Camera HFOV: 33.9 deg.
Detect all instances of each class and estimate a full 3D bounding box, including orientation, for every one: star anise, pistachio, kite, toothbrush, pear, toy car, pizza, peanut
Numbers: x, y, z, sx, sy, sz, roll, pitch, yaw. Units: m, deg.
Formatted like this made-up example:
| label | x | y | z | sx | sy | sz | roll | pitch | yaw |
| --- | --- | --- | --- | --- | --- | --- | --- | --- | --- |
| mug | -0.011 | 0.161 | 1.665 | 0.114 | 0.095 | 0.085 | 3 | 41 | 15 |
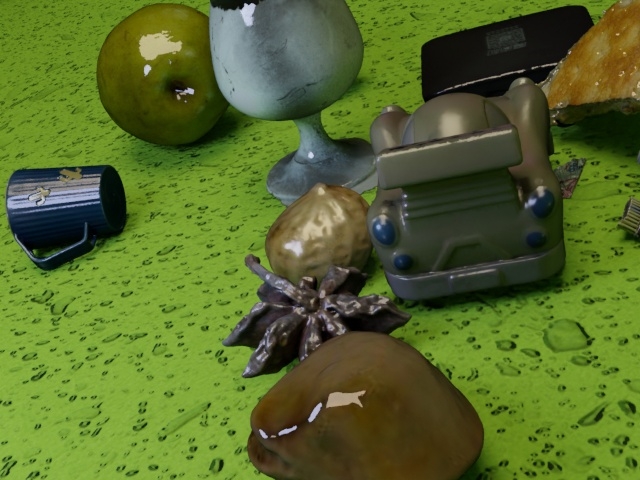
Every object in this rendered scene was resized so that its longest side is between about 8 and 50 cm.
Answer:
| label | x | y | z | sx | sy | sz | roll | pitch | yaw |
| --- | --- | --- | --- | --- | --- | --- | --- | --- | --- |
| star anise | -0.019 | 0.085 | 1.214 | 0.231 | 0.089 | 0.209 | 22 | 46 | 20 |
| pistachio | 0.052 | 0.168 | 1.011 | 0.212 | 0.163 | 0.260 | 12 | 23 | 10 |
| kite | 0.305 | -0.090 | 1.444 | 0.139 | 0.011 | 0.157 | -19 | 30 | -6 |
| toothbrush | 0.434 | -0.134 | 1.372 | 0.037 | 0.028 | 0.375 | 23 | 49 | 5 |
| pear | -0.275 | -0.300 | 1.864 | 0.252 | 0.253 | 0.307 | -23 | 32 | -9 |
| toy car | 0.172 | -0.100 | 1.307 | 0.242 | 0.226 | 0.336 | -11 | 33 | 13 |
| pizza | 0.399 | -0.241 | 1.495 | 0.287 | 0.075 | 0.280 | -27 | 35 | 52 |
| peanut | 0.000 | 0.000 | 1.362 | 0.159 | 0.109 | 0.140 | -51 | 29 | -20 |

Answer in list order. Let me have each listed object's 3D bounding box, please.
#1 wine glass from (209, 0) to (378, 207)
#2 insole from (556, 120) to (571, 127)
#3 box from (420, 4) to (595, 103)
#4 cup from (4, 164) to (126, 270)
| label | x | y | z | sx | sy | sz | roll | pitch | yaw |
| --- | --- | --- | --- | --- | --- | --- | --- | --- | --- |
| wine glass | -0.033 | -0.237 | 1.561 | 0.237 | 0.323 | 0.238 | -15 | 32 | 9 |
| insole | 0.368 | -0.203 | 1.603 | 0.045 | 0.002 | 0.135 | -13 | 30 | 9 |
| box | 0.310 | -0.297 | 1.721 | 0.289 | 0.073 | 0.289 | -12 | 28 | 11 |
| cup | -0.397 | -0.039 | 1.646 | 0.155 | 0.131 | 0.177 | -8 | 60 | 10 |
